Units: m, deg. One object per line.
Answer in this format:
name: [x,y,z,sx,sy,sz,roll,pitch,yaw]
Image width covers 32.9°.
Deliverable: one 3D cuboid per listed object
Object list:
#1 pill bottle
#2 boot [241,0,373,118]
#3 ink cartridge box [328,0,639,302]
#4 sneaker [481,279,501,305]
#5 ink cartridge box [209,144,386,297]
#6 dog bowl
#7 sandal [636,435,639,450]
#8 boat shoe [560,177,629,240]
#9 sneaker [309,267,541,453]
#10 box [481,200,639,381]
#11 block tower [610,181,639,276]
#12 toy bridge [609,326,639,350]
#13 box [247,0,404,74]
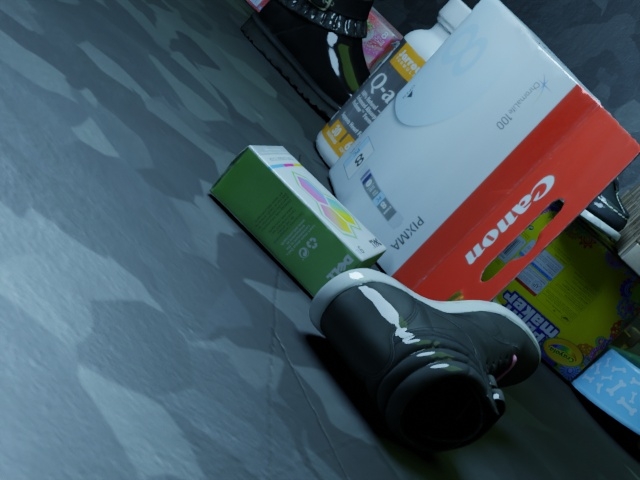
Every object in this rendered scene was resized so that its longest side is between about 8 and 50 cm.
pill bottle: [0.137,-0.185,1.482,0.162,0.278,0.162,39,15,-13]
boot: [0.058,-0.337,1.727,0.348,0.260,0.131,46,15,13]
ink cartridge box: [0.159,-0.089,1.221,0.091,0.308,0.385,36,18,-22]
sneaker: [0.174,0.082,1.232,0.094,0.081,0.208,37,16,-29]
ink cartridge box: [0.000,0.000,1.047,0.209,0.062,0.109,45,15,8]
dog bowl: [0.467,0.223,1.535,0.166,0.074,0.297,38,9,35]
sandal: [0.497,0.328,1.452,0.180,0.049,0.072,34,4,25]
boat shoe: [0.352,-0.101,1.477,0.114,0.091,0.302,34,17,-27]
sneaker: [0.124,0.126,0.961,0.296,0.104,0.147,20,29,-44]
box: [0.303,0.006,1.574,0.290,0.177,0.279,41,15,-4]
block tower: [0.460,-0.006,1.494,0.097,0.091,0.335,44,14,-2]
toy bridge: [0.484,0.171,1.796,0.026,0.063,0.188,49,19,26]
box: [0.017,-0.413,2.042,0.300,0.154,0.142,47,16,17]
